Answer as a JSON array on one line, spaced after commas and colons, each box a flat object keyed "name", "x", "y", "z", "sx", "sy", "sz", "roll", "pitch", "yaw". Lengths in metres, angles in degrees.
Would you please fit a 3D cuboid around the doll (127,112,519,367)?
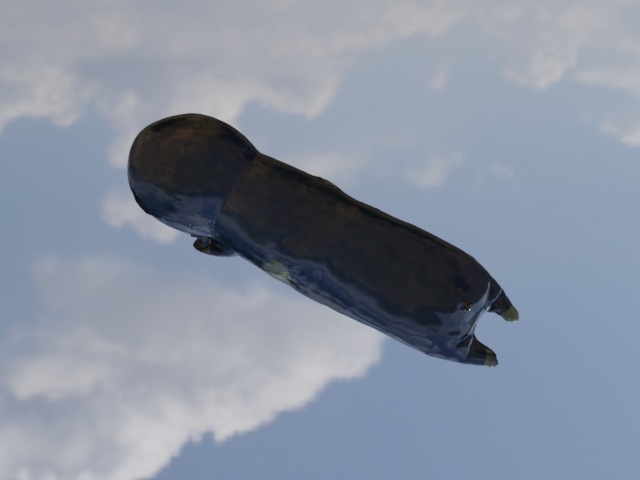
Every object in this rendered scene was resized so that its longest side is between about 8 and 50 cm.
[{"name": "doll", "x": 0.000, "y": 0.000, "z": 0.458, "sx": 0.125, "sy": 0.037, "sz": 0.027, "roll": 29, "pitch": 157, "yaw": 3}]
